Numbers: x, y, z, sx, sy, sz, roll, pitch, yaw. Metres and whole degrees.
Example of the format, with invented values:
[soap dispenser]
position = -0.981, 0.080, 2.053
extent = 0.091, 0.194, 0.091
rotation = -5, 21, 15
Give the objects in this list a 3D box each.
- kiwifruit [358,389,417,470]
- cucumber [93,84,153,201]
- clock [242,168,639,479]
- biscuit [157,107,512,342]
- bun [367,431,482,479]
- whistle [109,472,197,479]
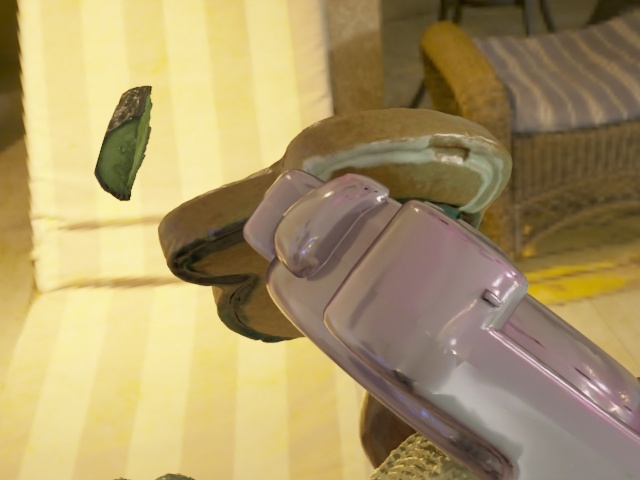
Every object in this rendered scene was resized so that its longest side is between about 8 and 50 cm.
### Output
[kiwifruit]
position = 0.141, 0.207, 1.405
extent = 0.196, 0.234, 0.196
rotation = 15, 38, -12
[cucumber]
position = -0.208, -0.117, 1.262
extent = 0.046, 0.070, 0.220
rotation = 12, 26, -8
[clock]
position = 0.092, 0.066, 0.796
extent = 0.113, 0.295, 0.322
rotation = -54, 26, 1
[biscuit]
position = 0.000, 0.002, 1.045
extent = 0.287, 0.344, 0.057
rotation = 3, 56, -27
[bun]
position = 0.133, 0.229, 1.034
extent = 0.220, 0.134, 0.220
rotation = -40, 3, 3
[whistle]
position = -0.155, 0.237, 1.010
extent = 0.114, 0.077, 0.235
rotation = -6, -16, 29
